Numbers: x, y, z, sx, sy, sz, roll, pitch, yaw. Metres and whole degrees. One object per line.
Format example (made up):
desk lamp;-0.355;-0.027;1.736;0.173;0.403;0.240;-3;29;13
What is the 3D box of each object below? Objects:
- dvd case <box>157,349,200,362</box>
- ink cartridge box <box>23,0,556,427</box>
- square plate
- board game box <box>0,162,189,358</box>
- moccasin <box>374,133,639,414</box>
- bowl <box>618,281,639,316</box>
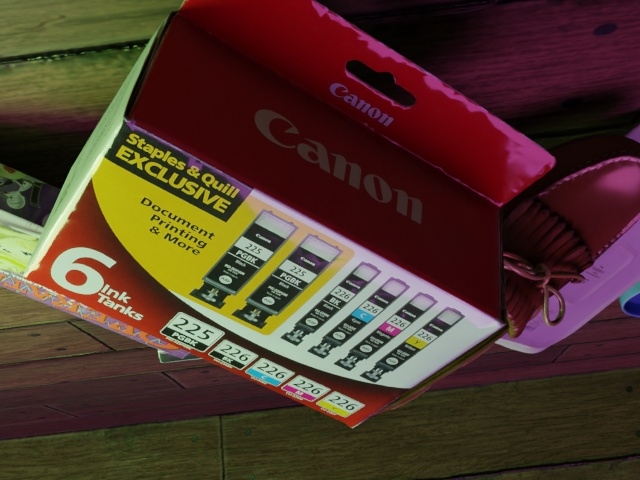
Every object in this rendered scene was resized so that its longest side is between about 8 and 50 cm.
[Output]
dvd case;-0.074;0.059;1.062;0.239;0.179;0.029;-6;135;0
ink cartridge box;-0.021;-0.018;0.663;0.309;0.130;0.272;27;135;-19
square plate;0.319;0.026;1.059;0.344;0.049;0.347;-44;148;18
board game box;-0.258;0.012;0.848;0.347;0.056;0.208;24;157;-14
moccasin;0.167;0.039;0.858;0.380;0.147;0.139;-33;118;10
bowl;0.678;0.041;1.411;0.391;0.077;0.391;-5;161;-2
